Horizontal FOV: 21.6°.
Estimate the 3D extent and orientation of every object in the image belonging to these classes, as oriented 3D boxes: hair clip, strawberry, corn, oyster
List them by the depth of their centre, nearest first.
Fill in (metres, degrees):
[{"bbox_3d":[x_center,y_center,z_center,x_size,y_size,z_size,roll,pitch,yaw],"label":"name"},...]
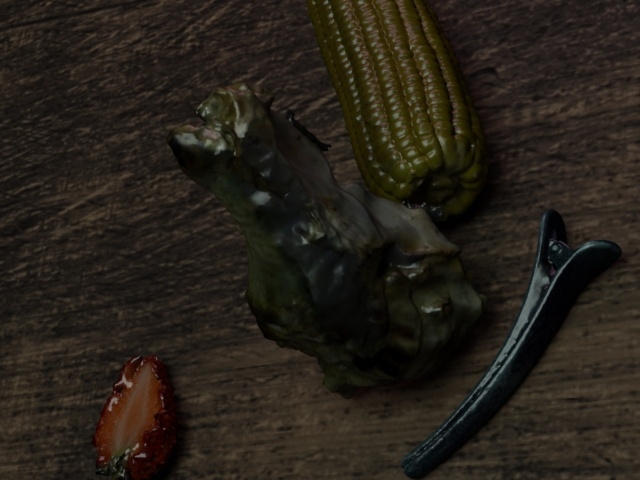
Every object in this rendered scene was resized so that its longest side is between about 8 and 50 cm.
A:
[{"bbox_3d":[0.007,-0.004,1.493,0.197,0.337,0.133,-33,15,4],"label":"oyster"},{"bbox_3d":[0.162,0.102,1.499,0.083,0.048,0.275,32,87,38],"label":"hair clip"},{"bbox_3d":[0.069,-0.168,1.661,0.131,0.131,0.344,-32,51,17],"label":"corn"},{"bbox_3d":[-0.181,0.184,1.697,0.104,0.048,0.152,-18,42,34],"label":"strawberry"}]
